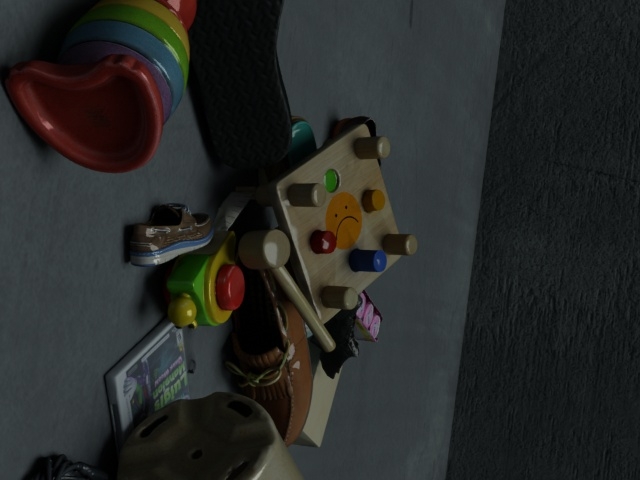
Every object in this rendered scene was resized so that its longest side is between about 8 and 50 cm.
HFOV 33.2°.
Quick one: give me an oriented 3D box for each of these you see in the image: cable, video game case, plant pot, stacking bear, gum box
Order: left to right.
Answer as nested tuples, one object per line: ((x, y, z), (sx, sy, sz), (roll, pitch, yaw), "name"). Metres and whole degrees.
((-0.330, 0.350, 1.356), (0.184, 0.047, 0.150), (54, 51, -65), "cable")
((-0.229, -0.235, 1.300), (0.164, 0.175, 0.289), (72, 23, -44), "stacking bear")
((-0.246, 0.224, 1.564), (0.190, 0.022, 0.173), (-48, 140, -58), "video game case")
((-0.135, 0.395, 1.504), (0.334, 0.334, 0.305), (-61, 145, -46), "plant pot")
((0.055, 0.152, 2.230), (0.188, 0.107, 0.062), (56, 44, -61), "gum box")

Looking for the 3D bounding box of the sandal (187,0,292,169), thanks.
((-0.129, -0.310, 1.585), (0.107, 0.168, 0.445), (-99, -174, -50), "sandal")

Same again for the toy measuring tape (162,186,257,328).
((-0.155, 0.038, 1.637), (0.330, 0.121, 0.121), (-63, 152, -55), "toy measuring tape")

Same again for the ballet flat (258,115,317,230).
((-0.046, -0.053, 1.865), (0.116, 0.124, 0.342), (-32, 116, -38), "ballet flat")

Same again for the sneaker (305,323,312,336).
((0.001, 0.058, 2.041), (0.366, 0.135, 0.150), (-47, -177, -41), "sneaker")

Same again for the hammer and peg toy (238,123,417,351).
((0.000, 0.000, 1.725), (0.361, 0.127, 0.266), (-39, 120, -42), "hammer and peg toy")

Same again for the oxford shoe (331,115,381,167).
((0.068, -0.118, 2.158), (0.097, 0.098, 0.271), (2, 86, -30), "oxford shoe")

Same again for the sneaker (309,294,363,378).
((0.046, 0.177, 1.974), (0.170, 0.089, 0.051), (-46, -179, 31), "sneaker")

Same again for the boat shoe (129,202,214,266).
((-0.207, -0.018, 1.533), (0.183, 0.066, 0.066), (-38, 129, -63), "boat shoe")

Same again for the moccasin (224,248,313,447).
((-0.092, 0.179, 1.810), (0.147, 0.139, 0.380), (-23, 122, -51), "moccasin")

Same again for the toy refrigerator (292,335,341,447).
((-0.025, 0.251, 2.072), (0.102, 0.094, 0.269), (54, 45, -52), "toy refrigerator")
